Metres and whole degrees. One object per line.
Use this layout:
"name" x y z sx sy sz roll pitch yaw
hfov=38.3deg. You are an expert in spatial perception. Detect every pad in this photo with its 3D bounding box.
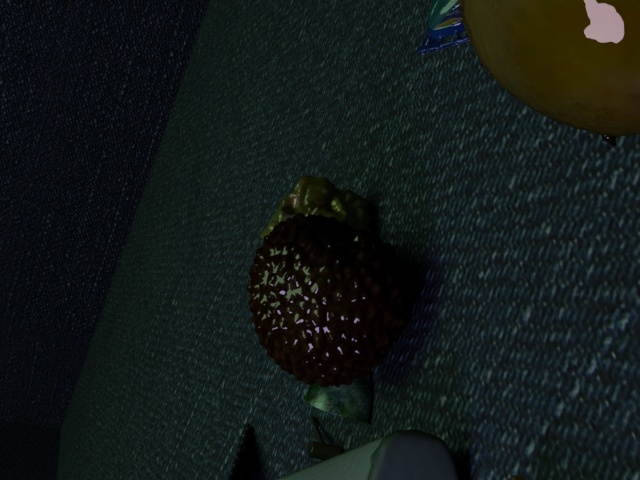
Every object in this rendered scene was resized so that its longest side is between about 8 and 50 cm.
"pad" -0.159 0.425 1.286 0.269 0.012 0.269 -75 5 -71

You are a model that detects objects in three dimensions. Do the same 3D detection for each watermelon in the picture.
"watermelon" 0.030 0.172 1.037 0.085 0.085 0.061 -99 0 -47

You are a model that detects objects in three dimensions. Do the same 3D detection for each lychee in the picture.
"lychee" 0.006 0.063 0.969 0.188 0.188 0.188 -167 90 -70

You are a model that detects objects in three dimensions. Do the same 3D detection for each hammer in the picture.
"hammer" -0.002 0.231 1.094 0.110 0.035 0.019 -124 49 -74

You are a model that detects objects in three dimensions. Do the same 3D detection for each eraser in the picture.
"eraser" 0.026 0.298 0.871 0.290 0.104 0.189 137 138 -58

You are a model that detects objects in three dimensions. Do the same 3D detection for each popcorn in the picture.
"popcorn" 0.000 0.000 1.114 0.126 0.126 0.145 17 76 45

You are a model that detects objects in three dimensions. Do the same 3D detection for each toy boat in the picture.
"toy boat" 0.168 -0.204 0.828 0.175 0.110 0.091 -30 32 3

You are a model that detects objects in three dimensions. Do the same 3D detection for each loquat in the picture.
"loquat" 0.195 -0.172 0.561 0.244 0.244 0.244 -167 90 -70

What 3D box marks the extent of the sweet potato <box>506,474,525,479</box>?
"sweet potato" 0.143 0.266 0.653 0.056 0.056 0.195 141 134 -59
